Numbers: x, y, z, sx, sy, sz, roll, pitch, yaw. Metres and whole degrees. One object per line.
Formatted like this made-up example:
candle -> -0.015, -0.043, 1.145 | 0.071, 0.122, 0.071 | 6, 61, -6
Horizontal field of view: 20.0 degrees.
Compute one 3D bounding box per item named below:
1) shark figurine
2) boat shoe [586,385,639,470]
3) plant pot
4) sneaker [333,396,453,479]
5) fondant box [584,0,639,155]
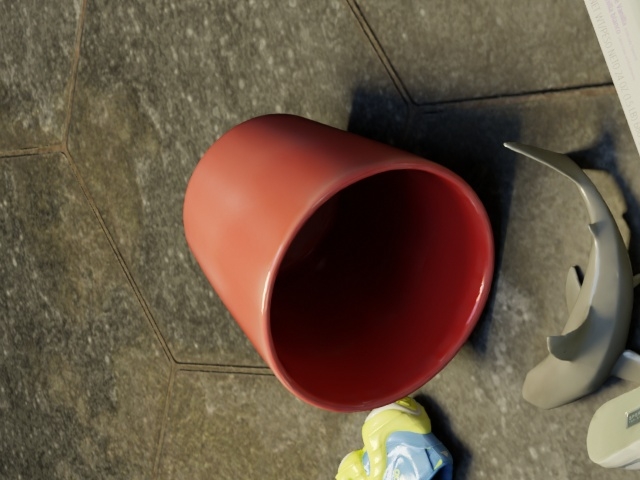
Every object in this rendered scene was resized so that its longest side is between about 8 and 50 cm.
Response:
shark figurine -> 0.237, 0.051, 1.677 | 0.166, 0.116, 0.278 | 19, 117, 44
boat shoe -> 0.332, 0.160, 1.623 | 0.227, 0.081, 0.079 | -33, 45, 57
plant pot -> 0.000, 0.000, 1.838 | 0.243, 0.275, 0.275 | 38, 128, 49
sneaker -> 0.070, 0.288, 1.956 | 0.126, 0.091, 0.240 | 45, 130, 31
fondant box -> 0.367, -0.150, 1.429 | 0.330, 0.096, 0.238 | -27, 80, 61
